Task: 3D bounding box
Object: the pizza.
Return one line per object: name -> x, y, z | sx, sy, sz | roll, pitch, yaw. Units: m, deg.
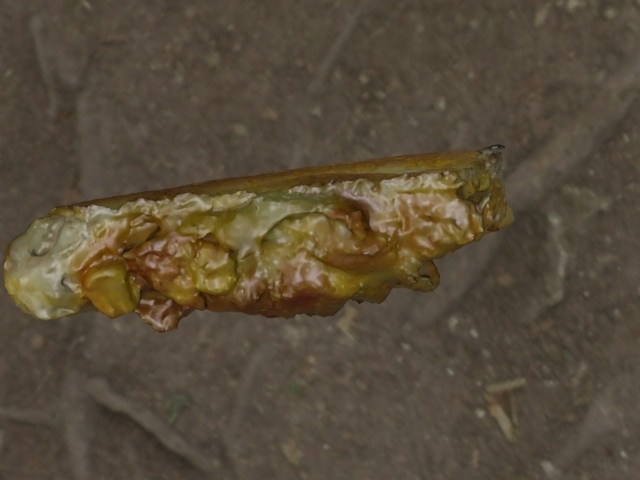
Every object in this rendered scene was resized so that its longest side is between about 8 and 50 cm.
pizza -> 0.000, 0.000, 0.683 | 0.226, 0.335, 0.086 | 3, 100, 55
